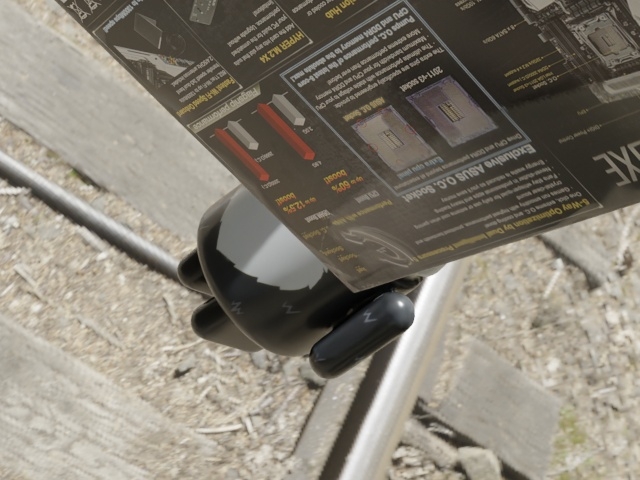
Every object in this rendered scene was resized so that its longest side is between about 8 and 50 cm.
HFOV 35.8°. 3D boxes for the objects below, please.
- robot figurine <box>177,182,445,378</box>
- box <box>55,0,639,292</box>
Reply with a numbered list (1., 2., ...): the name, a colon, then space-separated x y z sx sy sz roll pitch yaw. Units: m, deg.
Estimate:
1. robot figurine: -0.002 -0.002 0.909 0.209 0.278 0.173 54 23 -6
2. box: 0.046 -0.108 0.448 0.242 0.307 0.076 44 53 -19
